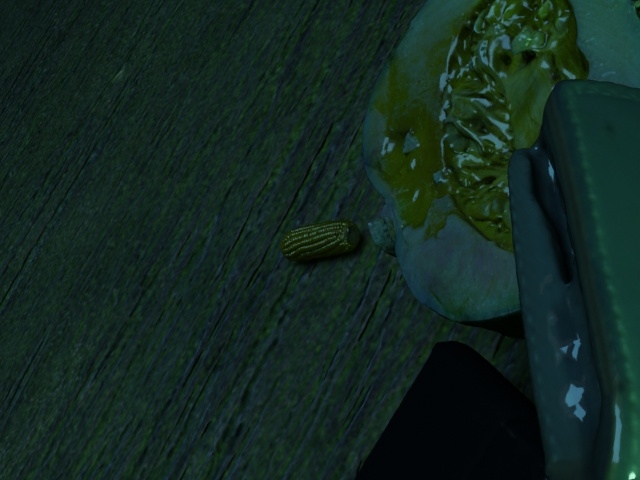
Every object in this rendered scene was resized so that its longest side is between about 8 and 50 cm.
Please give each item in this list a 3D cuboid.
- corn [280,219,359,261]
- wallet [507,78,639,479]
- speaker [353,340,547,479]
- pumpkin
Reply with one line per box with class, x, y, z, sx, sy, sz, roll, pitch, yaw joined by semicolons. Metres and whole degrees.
corn;0.000;0.000;1.017;0.092;0.037;0.037;-10;55;42
wallet;0.275;0.034;0.501;0.083;0.360;0.252;112;163;-50
speaker;0.129;0.201;0.589;0.180;0.184;0.388;-59;5;2
pumpkin;0.184;-0.057;0.754;0.263;0.197;0.293;-41;45;35
